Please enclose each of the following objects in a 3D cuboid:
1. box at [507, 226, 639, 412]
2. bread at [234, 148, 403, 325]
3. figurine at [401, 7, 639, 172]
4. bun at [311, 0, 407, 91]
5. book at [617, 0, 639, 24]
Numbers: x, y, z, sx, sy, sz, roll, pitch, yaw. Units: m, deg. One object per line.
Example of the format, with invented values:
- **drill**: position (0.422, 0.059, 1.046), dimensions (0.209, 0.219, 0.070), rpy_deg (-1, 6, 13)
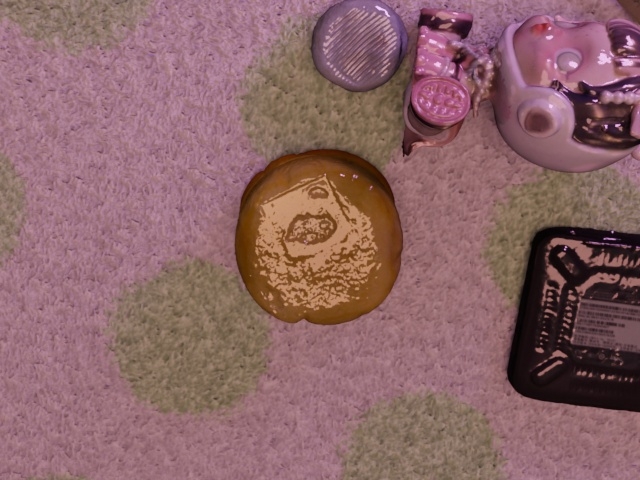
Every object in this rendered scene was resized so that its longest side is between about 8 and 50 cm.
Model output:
- **box**: position (0.455, 0.128, 1.524), dimensions (0.290, 0.073, 0.289), rpy_deg (8, 105, -1)
- **bread**: position (0.000, 0.000, 1.464), dimensions (0.270, 0.148, 0.270), rpy_deg (-1, 103, -2)
- **figurine**: position (0.294, -0.215, 1.372), dimensions (0.361, 0.253, 0.211), rpy_deg (2, 149, 8)
- **bun**: position (0.056, -0.287, 1.418), dimensions (0.141, 0.083, 0.141), rpy_deg (-1, 115, -2)
- **book**: position (0.426, -0.442, 1.312), dimensions (0.283, 0.025, 0.215), rpy_deg (37, 139, -18)
